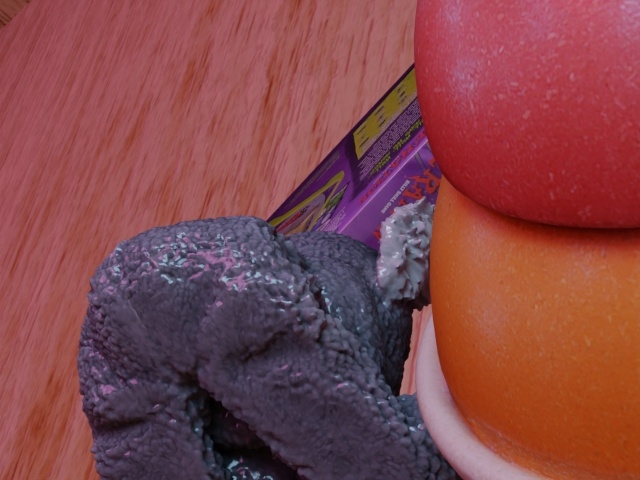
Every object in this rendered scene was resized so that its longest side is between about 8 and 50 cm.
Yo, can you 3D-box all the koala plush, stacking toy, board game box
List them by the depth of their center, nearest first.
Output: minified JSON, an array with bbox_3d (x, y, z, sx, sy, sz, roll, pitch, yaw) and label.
[{"bbox_3d":[0.149,-0.147,0.749,0.351,0.480,0.350,-16,25,8],"label":"stacking toy"},{"bbox_3d":[-0.013,0.058,1.044,0.196,0.203,0.221,-32,4,27],"label":"koala plush"},{"bbox_3d":[0.000,0.000,1.479,0.347,0.056,0.208,-46,10,13],"label":"board game box"}]
